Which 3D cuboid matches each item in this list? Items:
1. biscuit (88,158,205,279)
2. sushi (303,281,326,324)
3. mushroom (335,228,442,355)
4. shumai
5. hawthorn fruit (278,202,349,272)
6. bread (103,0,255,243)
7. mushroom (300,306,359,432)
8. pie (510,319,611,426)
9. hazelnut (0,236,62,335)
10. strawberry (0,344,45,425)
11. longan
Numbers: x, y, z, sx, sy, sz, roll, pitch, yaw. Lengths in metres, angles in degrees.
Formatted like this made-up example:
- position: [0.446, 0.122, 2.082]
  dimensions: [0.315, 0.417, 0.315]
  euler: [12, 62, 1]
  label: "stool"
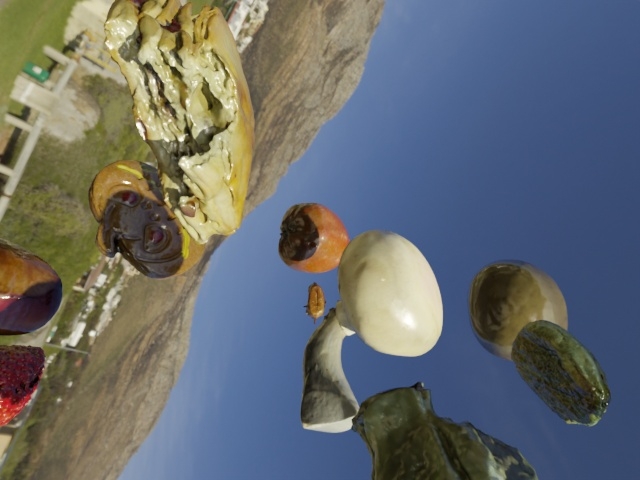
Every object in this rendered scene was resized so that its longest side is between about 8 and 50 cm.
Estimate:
- position: [-0.528, -0.064, 1.260]
  dimensions: [0.070, 0.394, 0.350]
  euler: [-30, -166, 35]
  label: "biscuit"
- position: [-0.014, 0.176, 1.167]
  dimensions: [0.060, 0.061, 0.118]
  euler: [109, -4, -68]
  label: "sushi"
- position: [0.117, 0.108, 0.772]
  dimensions: [0.202, 0.246, 0.246]
  euler: [-36, -139, 26]
  label: "mushroom"
- position: [0.131, 0.303, 0.530]
  dimensions: [0.225, 0.222, 0.261]
  euler: [-41, 166, -12]
  label: "shumai"
- position: [0.000, 0.000, 1.173]
  dimensions: [0.199, 0.251, 0.200]
  euler: [-24, -122, 46]
  label: "hawthorn fruit"
- position: [-0.208, -0.221, 0.695]
  dimensions: [0.191, 0.314, 0.370]
  euler: [-16, -126, -7]
  label: "bread"
- position: [0.026, 0.378, 1.259]
  dimensions: [0.177, 0.126, 0.397]
  euler: [-22, -141, 15]
  label: "mushroom"
- position: [0.598, 0.340, 1.054]
  dimensions: [0.277, 0.078, 0.277]
  euler: [165, -90, -74]
  label: "pie"
- position: [-0.607, 0.083, 0.777]
  dimensions: [0.201, 0.161, 0.170]
  euler: [36, -119, 22]
  label: "hazelnut"
- position: [-0.653, 0.299, 0.872]
  dimensions: [0.097, 0.228, 0.175]
  euler: [-22, -95, 8]
  label: "strawberry"
- position: [0.691, 0.246, 1.458]
  dimensions: [0.361, 0.360, 0.361]
  euler: [-35, -138, 38]
  label: "longan"
